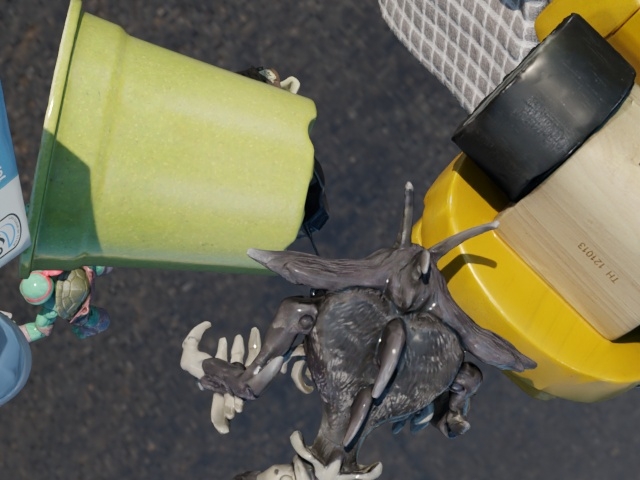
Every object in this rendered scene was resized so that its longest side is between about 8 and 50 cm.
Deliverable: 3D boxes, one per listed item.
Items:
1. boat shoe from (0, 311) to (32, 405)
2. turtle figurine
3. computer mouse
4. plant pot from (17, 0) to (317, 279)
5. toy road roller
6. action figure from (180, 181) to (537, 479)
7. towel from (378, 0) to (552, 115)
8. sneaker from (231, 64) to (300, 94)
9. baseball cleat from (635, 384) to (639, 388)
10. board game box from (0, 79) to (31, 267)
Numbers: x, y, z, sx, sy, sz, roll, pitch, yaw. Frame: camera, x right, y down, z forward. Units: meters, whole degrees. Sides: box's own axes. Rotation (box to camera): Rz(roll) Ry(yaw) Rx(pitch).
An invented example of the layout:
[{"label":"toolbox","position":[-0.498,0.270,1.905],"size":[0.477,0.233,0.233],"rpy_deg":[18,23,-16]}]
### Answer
[{"label":"boat shoe","position":[-0.447,0.125,1.463],"size":[0.367,0.135,0.156],"rpy_deg":[-6,170,0]},{"label":"turtle figurine","position":[-0.325,0.056,1.876],"size":[0.175,0.118,0.234],"rpy_deg":[-69,160,1]},{"label":"computer mouse","position":[0.000,0.000,1.640],"size":[0.071,0.242,0.041],"rpy_deg":[-28,166,27]},{"label":"plant pot","position":[-0.144,-0.076,1.516],"size":[0.254,0.276,0.276],"rpy_deg":[10,125,-9]},{"label":"toy road roller","position":[0.184,-0.046,0.918],"size":[0.329,0.202,0.240],"rpy_deg":[-47,-178,-36]},{"label":"action figure","position":[0.001,0.093,0.827],"size":[0.164,0.141,0.275],"rpy_deg":[23,99,-16]},{"label":"towel","position":[0.133,-0.225,1.200],"size":[0.121,0.283,0.235],"rpy_deg":[-11,132,-17]},{"label":"sneaker","position":[-0.089,-0.184,1.853],"size":[0.071,0.066,0.188],"rpy_deg":[-48,160,14]},{"label":"baseball cleat","position":[0.382,0.068,1.763],"size":[0.072,0.109,0.206],"rpy_deg":[38,58,-41]},{"label":"board game box","position":[-0.360,-0.017,1.071],"size":[0.336,0.079,0.253],"rpy_deg":[-41,144,-36]}]
